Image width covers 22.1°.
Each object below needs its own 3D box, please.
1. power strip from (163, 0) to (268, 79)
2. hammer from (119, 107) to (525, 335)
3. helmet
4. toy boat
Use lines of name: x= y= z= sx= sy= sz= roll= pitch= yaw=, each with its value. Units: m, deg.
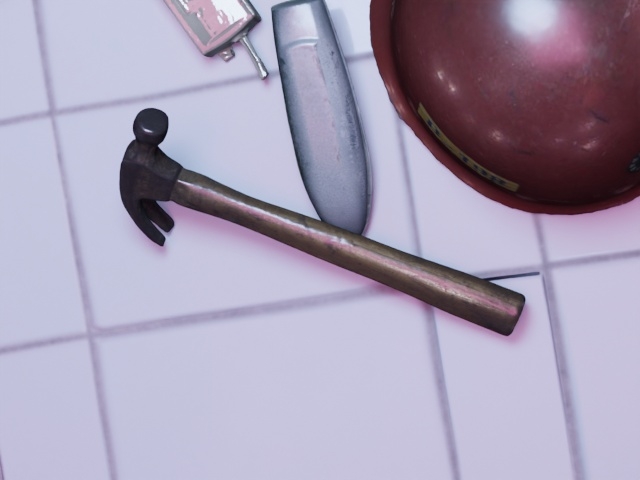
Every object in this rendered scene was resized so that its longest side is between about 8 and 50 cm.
power strip: x=-0.110 y=-0.240 z=1.731 sx=0.075 sy=0.042 sz=0.175 roll=-37 pitch=85 yaw=8
hammer: x=0.000 y=0.000 z=1.687 sx=0.440 sy=0.044 sz=0.168 roll=21 pitch=140 yaw=2
helmet: x=0.215 y=-0.204 z=1.584 sx=0.385 sy=0.230 sz=0.337 roll=42 pitch=99 yaw=5
toy boat: x=0.005 y=-0.124 z=1.703 sx=0.078 sy=0.085 sz=0.260 roll=-11 pitch=101 yaw=11
